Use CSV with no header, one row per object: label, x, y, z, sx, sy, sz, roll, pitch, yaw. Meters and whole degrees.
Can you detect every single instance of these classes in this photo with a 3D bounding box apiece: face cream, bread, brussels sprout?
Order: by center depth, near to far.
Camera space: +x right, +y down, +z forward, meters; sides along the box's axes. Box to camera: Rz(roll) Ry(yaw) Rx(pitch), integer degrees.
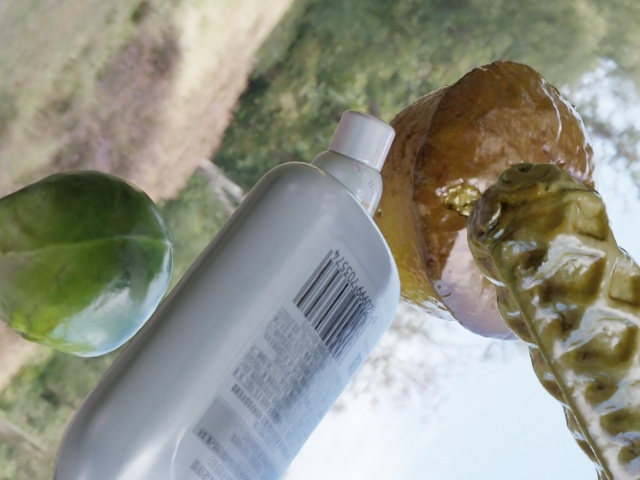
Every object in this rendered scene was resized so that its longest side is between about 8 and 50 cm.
face cream,-0.066,0.102,0.649,0.291,0.071,0.144,-54,144,-18
bread,0.192,0.117,0.743,0.077,0.367,0.084,-33,-168,-8
brussels sprout,-0.184,0.020,0.992,0.117,0.155,0.155,11,123,-51
face cream,0.000,0.000,1.270,0.082,0.082,0.269,-160,-86,-85
bread,0.184,-0.043,1.450,0.172,0.312,0.312,1,-131,48
